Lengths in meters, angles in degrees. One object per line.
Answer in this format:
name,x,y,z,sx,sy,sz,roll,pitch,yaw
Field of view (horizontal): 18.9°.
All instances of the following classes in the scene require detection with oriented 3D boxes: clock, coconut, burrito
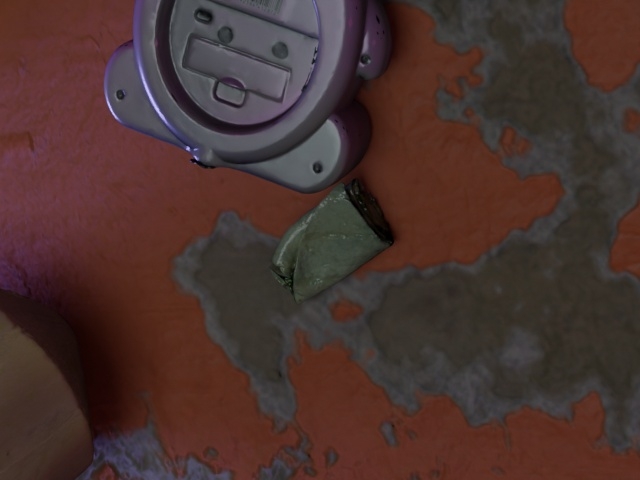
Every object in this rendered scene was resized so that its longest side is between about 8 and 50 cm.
clock,-0.051,-0.179,1.567,0.228,0.090,0.248,21,111,13
coconut,-0.315,0.147,1.695,0.239,0.244,0.239,32,144,27
burrito,0.003,0.002,1.626,0.118,0.044,0.074,-34,109,27
